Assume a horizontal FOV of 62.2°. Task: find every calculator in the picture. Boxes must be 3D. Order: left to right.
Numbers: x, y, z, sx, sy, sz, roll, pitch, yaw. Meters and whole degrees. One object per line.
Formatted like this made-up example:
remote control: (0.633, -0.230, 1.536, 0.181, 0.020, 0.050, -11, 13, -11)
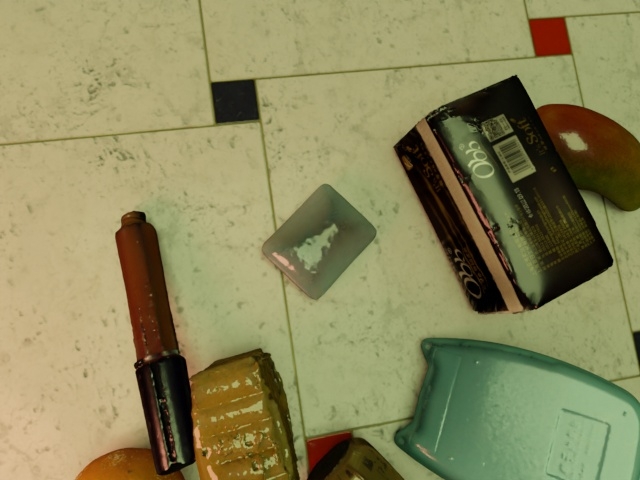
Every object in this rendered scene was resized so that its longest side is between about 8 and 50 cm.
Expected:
calculator: (0.326, 0.307, 0.867, 0.386, 0.054, 0.256, 14, 79, 21)

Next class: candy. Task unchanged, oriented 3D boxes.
candy: (0.000, 0.000, 0.937, 0.138, 0.071, 0.174, 43, 78, -1)

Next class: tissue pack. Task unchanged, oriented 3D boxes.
tissue pack: (0.307, -0.076, 0.929, 0.210, 0.198, 0.369, -24, 86, -8)

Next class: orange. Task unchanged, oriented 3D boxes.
orange: (-0.287, 0.410, 0.794, 0.193, 0.161, 0.193, 0, 90, -3)

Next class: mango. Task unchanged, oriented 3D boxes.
mango: (0.519, -0.163, 1.012, 0.289, 0.129, 0.146, 19, 78, -14)

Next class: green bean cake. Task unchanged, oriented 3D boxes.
green bean cake: (-0.113, 0.286, 0.804, 0.131, 0.229, 0.224, -14, 82, -4)

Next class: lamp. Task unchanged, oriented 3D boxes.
lamp: (0.071, 0.424, 0.849, 0.161, 0.161, 0.185, -41, 87, -11)

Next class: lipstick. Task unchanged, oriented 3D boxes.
lipstick: (-0.261, 0.144, 0.836, 0.077, 0.077, 0.418, -14, 69, -10)
